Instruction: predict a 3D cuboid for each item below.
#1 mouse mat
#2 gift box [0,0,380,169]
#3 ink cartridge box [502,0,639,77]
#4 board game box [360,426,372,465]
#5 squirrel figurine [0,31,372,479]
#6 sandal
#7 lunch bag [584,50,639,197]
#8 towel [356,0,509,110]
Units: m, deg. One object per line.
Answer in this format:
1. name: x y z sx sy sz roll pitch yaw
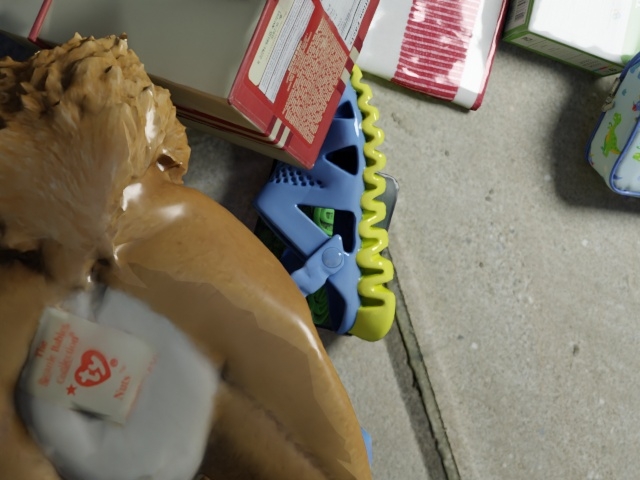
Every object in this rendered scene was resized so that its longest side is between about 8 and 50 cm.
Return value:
1. mouse mat: 0.000 0.000 0.897 0.152 0.007 0.190 16 88 -17
2. gift box: -0.111 -0.235 0.690 0.258 0.276 0.255 20 82 19
3. ink cartridge box: 0.331 -0.265 0.963 0.209 0.062 0.109 14 87 -17
4. board game box: -0.024 0.235 0.883 0.168 0.033 0.133 44 74 -19
5. squirrel figurine: -0.162 0.030 0.656 0.281 0.370 0.397 -18 96 -4
6. sandal: -0.006 -0.045 0.831 0.138 0.126 0.317 -6 91 -13
7. lunch bag: 0.439 -0.129 0.957 0.219 0.090 0.176 5 125 -16
8. towel: 0.067 -0.306 0.895 0.329 0.037 0.237 17 87 -17
